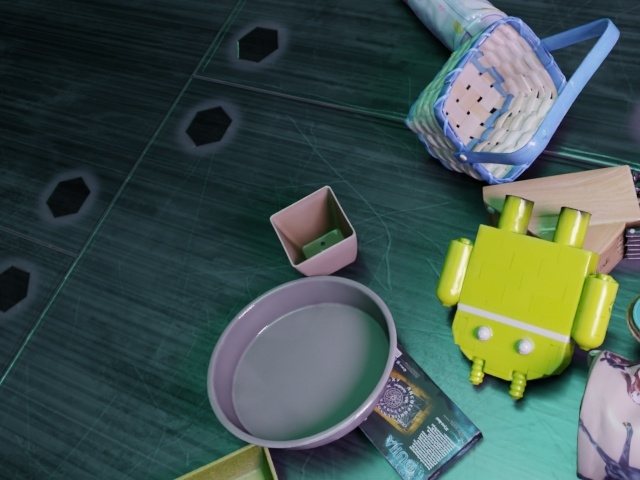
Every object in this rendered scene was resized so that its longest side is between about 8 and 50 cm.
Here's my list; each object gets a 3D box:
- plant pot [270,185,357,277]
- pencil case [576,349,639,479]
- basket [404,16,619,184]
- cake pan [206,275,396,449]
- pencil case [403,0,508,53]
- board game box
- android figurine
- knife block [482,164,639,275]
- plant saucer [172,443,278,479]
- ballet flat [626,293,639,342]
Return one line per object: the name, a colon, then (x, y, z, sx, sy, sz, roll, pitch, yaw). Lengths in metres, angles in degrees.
plant pot: (0.000, 0.000, 1.317, 0.109, 0.096, 0.109, -29, 55, 2)
pencil case: (0.490, 0.234, 0.942, 0.410, 0.160, 0.183, 8, 47, 33)
basket: (0.287, -0.216, 1.247, 0.255, 0.201, 0.289, -51, 18, -13)
cake pan: (-0.024, 0.182, 1.213, 0.293, 0.054, 0.293, -13, 45, 14)
pencil case: (0.225, -0.429, 1.474, 0.113, 0.124, 0.273, -31, 57, 0)
board game box: (0.121, 0.248, 1.172, 0.126, 0.026, 0.186, -40, 57, -6)
android figurine: (0.278, 0.079, 1.144, 0.248, 0.056, 0.273, 18, 92, 34)
knife block: (0.414, -0.058, 1.213, 0.242, 0.088, 0.275, -46, 57, -11)
plant saucer: (-0.128, 0.405, 1.156, 0.188, 0.045, 0.188, -25, 56, 3)
ballet flat: (0.569, 0.130, 1.035, 0.348, 0.123, 0.123, 3, 62, 25)
